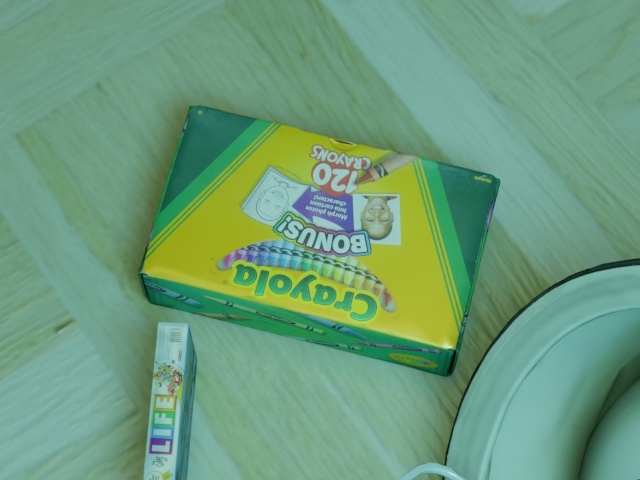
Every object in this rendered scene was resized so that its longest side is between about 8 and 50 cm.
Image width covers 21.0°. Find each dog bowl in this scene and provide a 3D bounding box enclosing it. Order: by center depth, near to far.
[{"bbox_3d":[0.288,0.216,1.278,0.150,0.408,0.408,0,62,-44],"label":"dog bowl"}]

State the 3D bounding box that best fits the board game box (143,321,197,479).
[{"bbox_3d":[-0.124,0.156,1.428,0.026,0.103,0.154,3,69,1],"label":"board game box"}]

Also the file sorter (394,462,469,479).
[{"bbox_3d":[0.046,0.325,1.248,0.173,0.277,0.193,39,31,17],"label":"file sorter"}]

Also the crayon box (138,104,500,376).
[{"bbox_3d":[0.000,0.000,1.498,0.278,0.081,0.165,13,70,5],"label":"crayon box"}]
